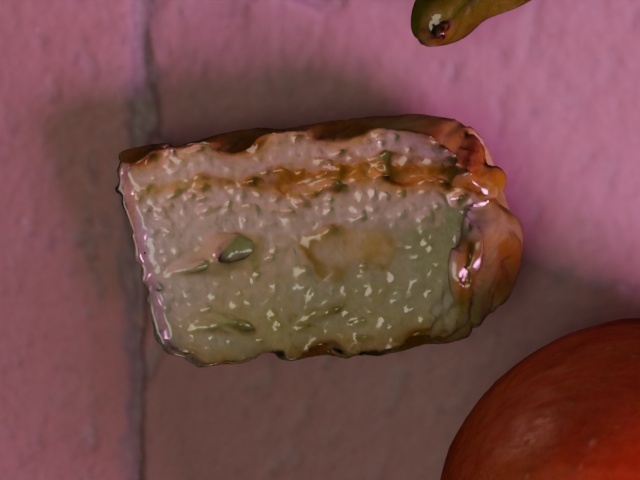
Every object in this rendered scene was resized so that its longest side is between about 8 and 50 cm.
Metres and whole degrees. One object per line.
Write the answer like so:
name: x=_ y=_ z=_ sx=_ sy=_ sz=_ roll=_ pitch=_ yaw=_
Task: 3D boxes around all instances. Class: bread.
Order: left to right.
bread: x=0.000 y=0.000 z=1.053 sx=0.232 sy=0.088 sz=0.128 roll=-5 pitch=91 yaw=28

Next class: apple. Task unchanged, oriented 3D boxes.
apple: x=0.160 y=0.177 z=0.941 sx=0.206 sy=0.251 sz=0.272 roll=-6 pitch=112 yaw=22

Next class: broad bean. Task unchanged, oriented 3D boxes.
broad bean: x=0.136 y=-0.164 z=0.976 sx=0.213 sy=0.070 sz=0.048 roll=-34 pitch=106 yaw=14
